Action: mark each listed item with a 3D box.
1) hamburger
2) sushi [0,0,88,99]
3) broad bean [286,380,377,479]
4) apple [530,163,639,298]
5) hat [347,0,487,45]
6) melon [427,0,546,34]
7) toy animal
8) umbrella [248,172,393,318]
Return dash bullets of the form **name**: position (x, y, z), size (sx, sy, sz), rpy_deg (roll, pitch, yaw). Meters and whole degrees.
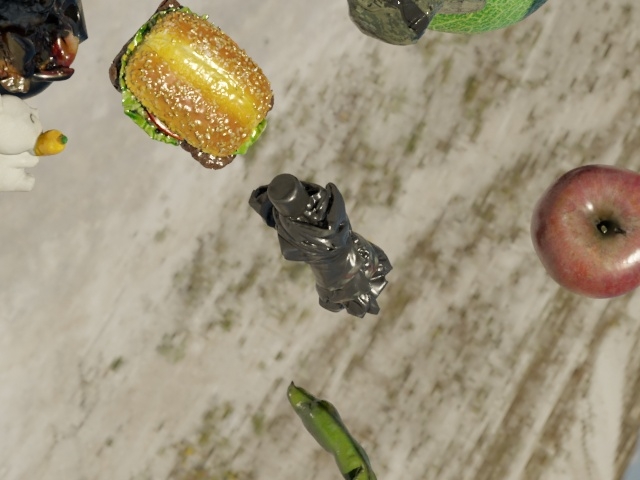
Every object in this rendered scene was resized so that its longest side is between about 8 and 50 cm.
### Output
- **hamburger**: position (-0.124, -0.152, 1.202), size (0.137, 0.166, 0.087), rpy_deg (-54, -159, -14)
- **sushi**: position (-0.482, -0.316, 1.808), size (0.227, 0.215, 0.212), rpy_deg (70, 10, -85)
- **broad bean**: position (0.022, 0.237, 1.353), size (0.046, 0.195, 0.061), rpy_deg (-45, 138, 18)
- **apple**: position (0.310, -0.010, 1.324), size (0.153, 0.153, 0.120), rpy_deg (-59, 162, -6)
- **hat**: position (0.107, -0.355, 1.711), size (0.128, 0.265, 0.265), rpy_deg (-61, 167, -10)
- **melon**: position (0.318, -0.524, 2.059), size (0.343, 0.331, 0.226), rpy_deg (129, -45, -66)
- **toy animal**: position (-0.414, -0.140, 1.553), size (0.127, 0.131, 0.181), rpy_deg (-25, 148, -38)
- **umbrella**: position (0.000, 0.000, 1.428), size (0.110, 0.122, 0.272), rpy_deg (-36, 146, 4)
